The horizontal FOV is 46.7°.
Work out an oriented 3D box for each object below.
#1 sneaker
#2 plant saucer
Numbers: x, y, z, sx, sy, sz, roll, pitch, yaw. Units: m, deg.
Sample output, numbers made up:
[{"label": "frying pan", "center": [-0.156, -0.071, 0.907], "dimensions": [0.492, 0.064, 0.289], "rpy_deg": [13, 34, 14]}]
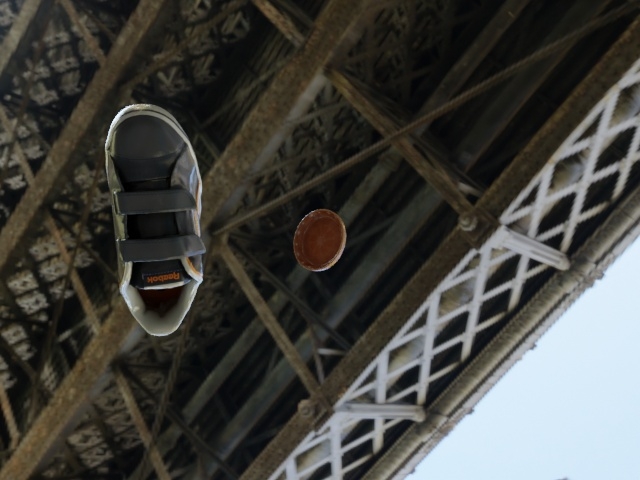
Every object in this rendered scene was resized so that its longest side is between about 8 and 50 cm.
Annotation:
[{"label": "sneaker", "center": [-0.218, -0.016, 1.003], "dimensions": [0.127, 0.126, 0.321], "rpy_deg": [-110, -164, -56]}, {"label": "plant saucer", "center": [0.000, 0.000, 0.985], "dimensions": [0.083, 0.013, 0.084], "rpy_deg": [-12, -110, 35]}]
